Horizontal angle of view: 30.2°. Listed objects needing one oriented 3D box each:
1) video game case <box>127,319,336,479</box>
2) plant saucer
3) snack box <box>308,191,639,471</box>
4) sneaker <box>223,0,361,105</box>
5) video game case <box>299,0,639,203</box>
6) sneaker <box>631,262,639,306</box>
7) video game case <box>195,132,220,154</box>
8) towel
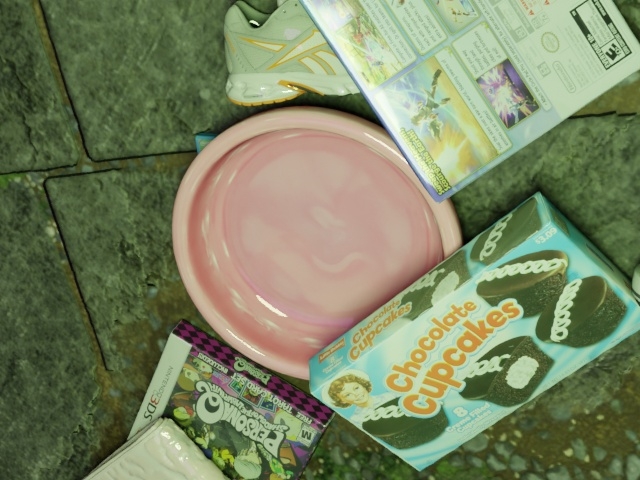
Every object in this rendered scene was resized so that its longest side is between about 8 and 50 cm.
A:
[{"bbox_3d":[-0.121,0.241,1.542,0.232,0.042,0.210,31,124,7],"label":"video game case"},{"bbox_3d":[0.000,0.000,1.332,0.332,0.084,0.332,7,117,13],"label":"plant saucer"},{"bbox_3d":[0.165,0.107,1.267,0.322,0.060,0.187,-38,121,22],"label":"snack box"},{"bbox_3d":[0.007,-0.213,1.233,0.263,0.099,0.121,-4,109,24],"label":"sneaker"},{"bbox_3d":[0.137,-0.213,1.135,0.244,0.061,0.269,-34,99,4],"label":"video game case"},{"bbox_3d":[0.461,0.112,1.176,0.321,0.126,0.127,15,114,15],"label":"sneaker"},{"bbox_3d":[-0.082,-0.045,1.400,0.119,0.015,0.166,5,116,21],"label":"video game case"},{"bbox_3d":[-0.180,0.417,1.620,0.332,0.053,0.317,46,132,-6],"label":"towel"}]
